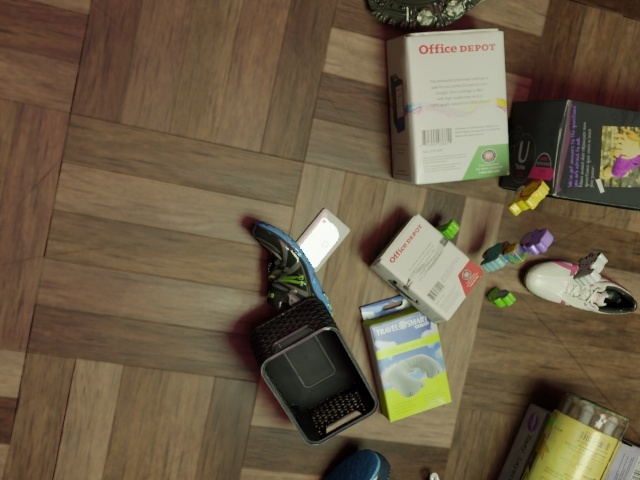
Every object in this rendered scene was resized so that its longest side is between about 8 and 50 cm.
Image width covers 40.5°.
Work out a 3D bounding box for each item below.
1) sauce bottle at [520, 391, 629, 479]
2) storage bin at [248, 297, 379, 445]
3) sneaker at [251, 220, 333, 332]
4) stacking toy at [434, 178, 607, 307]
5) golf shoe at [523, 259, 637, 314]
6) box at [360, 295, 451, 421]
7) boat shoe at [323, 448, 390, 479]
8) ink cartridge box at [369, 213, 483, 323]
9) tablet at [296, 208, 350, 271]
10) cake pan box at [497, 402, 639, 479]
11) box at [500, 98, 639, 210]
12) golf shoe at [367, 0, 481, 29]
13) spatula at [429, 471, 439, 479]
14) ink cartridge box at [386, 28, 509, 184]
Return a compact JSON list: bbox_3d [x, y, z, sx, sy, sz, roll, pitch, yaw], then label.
[{"bbox_3d":[0.348,0.402,1.318,0.111,0.111,0.344,27,88,-17],"label":"sauce bottle"},{"bbox_3d":[-0.009,0.188,1.241,0.122,0.084,0.180,-29,122,-2],"label":"storage bin"},{"bbox_3d":[-0.049,0.056,1.248,0.078,0.067,0.188,-32,110,-13],"label":"sneaker"},{"bbox_3d":[0.287,0.011,1.281,0.167,0.221,0.052,46,52,-16],"label":"stacking toy"},{"bbox_3d":[0.414,0.075,1.376,0.186,0.086,0.067,12,95,-16],"label":"golf shoe"},{"bbox_3d":[0.132,0.176,1.331,0.109,0.042,0.178,-16,102,-14],"label":"box"},{"bbox_3d":[0.028,0.427,1.316,0.089,0.109,0.258,32,104,-24],"label":"boat shoe"},{"bbox_3d":[0.156,0.043,1.289,0.135,0.056,0.099,42,72,-3],"label":"ink cartridge box"},{"bbox_3d":[0.000,0.000,1.289,0.054,0.006,0.083,41,86,-17],"label":"tablet"},{"bbox_3d":[0.409,0.422,1.430,0.246,0.070,0.266,21,91,-19],"label":"cake pan box"},{"bbox_3d":[0.437,-0.123,1.314,0.270,0.165,0.143,7,95,-16],"label":"box"},{"bbox_3d":[0.201,-0.375,1.254,0.273,0.120,0.105,-12,108,9],"label":"golf shoe"},{"bbox_3d":[0.178,0.496,1.355,0.168,0.019,0.242,-33,107,-40],"label":"spatula"},{"bbox_3d":[0.186,-0.196,1.272,0.154,0.093,0.212,-7,100,-16],"label":"ink cartridge box"}]
